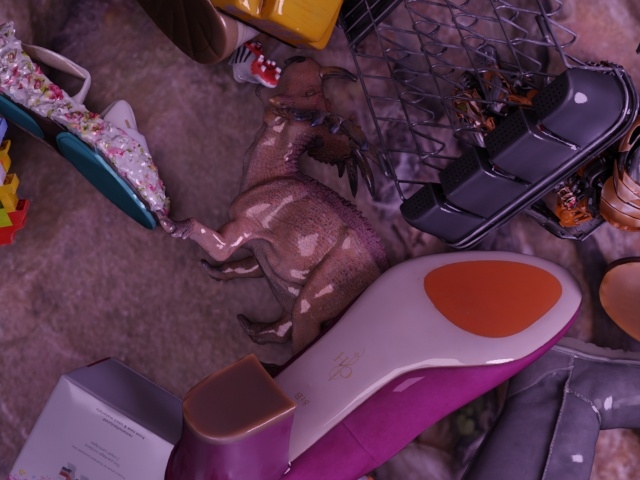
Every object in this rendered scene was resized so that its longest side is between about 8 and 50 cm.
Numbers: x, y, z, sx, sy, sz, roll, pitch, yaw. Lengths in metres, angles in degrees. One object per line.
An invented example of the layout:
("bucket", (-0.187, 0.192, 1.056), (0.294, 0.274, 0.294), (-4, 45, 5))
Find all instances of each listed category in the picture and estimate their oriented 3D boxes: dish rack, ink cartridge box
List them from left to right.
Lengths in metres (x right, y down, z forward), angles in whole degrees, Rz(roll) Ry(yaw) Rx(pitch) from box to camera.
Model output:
("ink cartridge box", (-0.191, 0.212, 1.121), (0.127, 0.128, 0.176), (31, 97, 6))
("dish rack", (0.112, -0.154, 1.035), (0.208, 0.074, 0.272), (-39, 56, 36))

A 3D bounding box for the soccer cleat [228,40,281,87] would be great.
("soccer cleat", (-0.058, -0.146, 1.121), (0.029, 0.083, 0.036), (25, 111, -34))

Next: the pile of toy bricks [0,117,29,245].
("pile of toy bricks", (-0.351, -0.034, 1.156), (0.212, 0.118, 0.105), (-9, 128, 10))

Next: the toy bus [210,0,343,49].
("toy bus", (0.025, -0.324, 1.046), (0.130, 0.108, 0.333), (14, 85, 49))

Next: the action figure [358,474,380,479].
("action figure", (0.084, 0.350, 1.068), (0.330, 0.178, 0.341), (19, 91, 17))

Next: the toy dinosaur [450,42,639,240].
("toy dinosaur", (0.269, -0.083, 1.054), (0.322, 0.164, 0.218), (25, 108, -3))

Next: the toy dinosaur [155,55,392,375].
("toy dinosaur", (0.000, 0.000, 1.095), (0.200, 0.127, 0.296), (-32, 93, 1))

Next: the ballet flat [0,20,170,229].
("ballet flat", (-0.213, -0.109, 1.140), (0.241, 0.091, 0.077), (38, 72, 1))

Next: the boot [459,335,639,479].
("boot", (0.208, 0.181, 1.038), (0.189, 0.208, 0.076), (10, 138, 17))

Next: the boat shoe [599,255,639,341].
("boat shoe", (0.327, 0.063, 1.073), (0.207, 0.073, 0.073), (22, 111, 3))

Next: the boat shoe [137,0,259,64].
("boat shoe", (-0.150, -0.290, 1.121), (0.098, 0.109, 0.302), (-38, 85, -32))

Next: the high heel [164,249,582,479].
("high heel", (0.043, 0.128, 1.056), (0.377, 0.181, 0.127), (-16, 52, -24))
